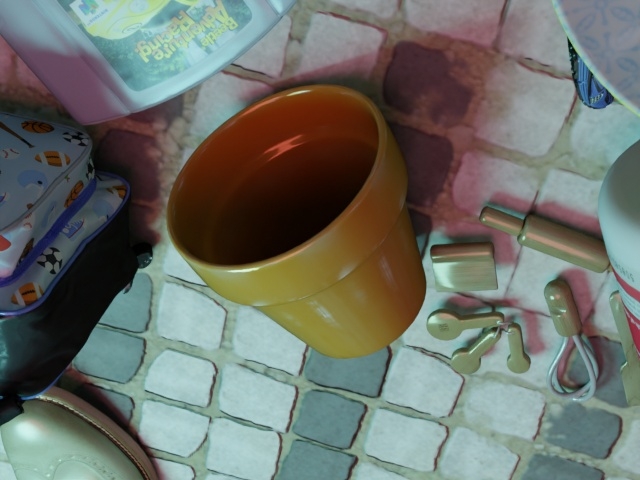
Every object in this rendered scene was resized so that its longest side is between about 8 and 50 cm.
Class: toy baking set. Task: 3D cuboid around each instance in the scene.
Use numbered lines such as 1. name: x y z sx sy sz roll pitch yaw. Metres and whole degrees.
1. toy baking set: 0.218 0.068 1.137 0.256 0.030 0.197 17 128 2

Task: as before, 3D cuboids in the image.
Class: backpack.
1. backpack: -0.326 0.004 1.083 0.263 0.276 0.213 7 120 16

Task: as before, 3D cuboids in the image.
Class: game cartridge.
1. game cartridge: -0.146 -0.222 1.006 0.294 0.060 0.196 -28 118 28

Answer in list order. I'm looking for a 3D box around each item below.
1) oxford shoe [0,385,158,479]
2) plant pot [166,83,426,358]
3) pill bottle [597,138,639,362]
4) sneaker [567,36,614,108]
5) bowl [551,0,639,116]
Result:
1. oxford shoe: -0.254 0.336 1.349 0.140 0.146 0.397 -14 119 22
2. plant pot: 0.000 0.000 1.049 0.205 0.205 0.188 -15 135 21
3. pill bottle: 0.387 0.103 0.997 0.229 0.229 0.407 -12 120 20
4. sneaker: 0.243 -0.197 0.918 0.087 0.083 0.221 10 127 3
5. bowl: 0.297 -0.214 0.764 0.289 0.156 0.289 30 132 42
